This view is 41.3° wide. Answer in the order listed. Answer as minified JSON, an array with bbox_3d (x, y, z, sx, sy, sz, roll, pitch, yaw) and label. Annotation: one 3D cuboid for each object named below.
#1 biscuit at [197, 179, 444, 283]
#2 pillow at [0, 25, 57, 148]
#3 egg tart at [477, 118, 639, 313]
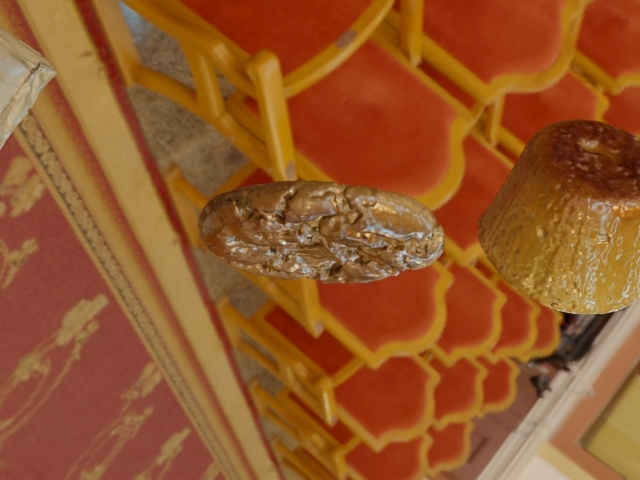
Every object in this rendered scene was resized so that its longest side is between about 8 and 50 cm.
[{"bbox_3d":[0.000,0.000,0.745,0.226,0.225,0.042,54,38,-68],"label":"biscuit"},{"bbox_3d":[-0.343,-0.167,0.755,0.119,0.208,0.053,-51,175,12],"label":"pillow"},{"bbox_3d":[0.286,-0.037,0.929,0.202,0.202,0.147,-37,150,-36],"label":"egg tart"}]
